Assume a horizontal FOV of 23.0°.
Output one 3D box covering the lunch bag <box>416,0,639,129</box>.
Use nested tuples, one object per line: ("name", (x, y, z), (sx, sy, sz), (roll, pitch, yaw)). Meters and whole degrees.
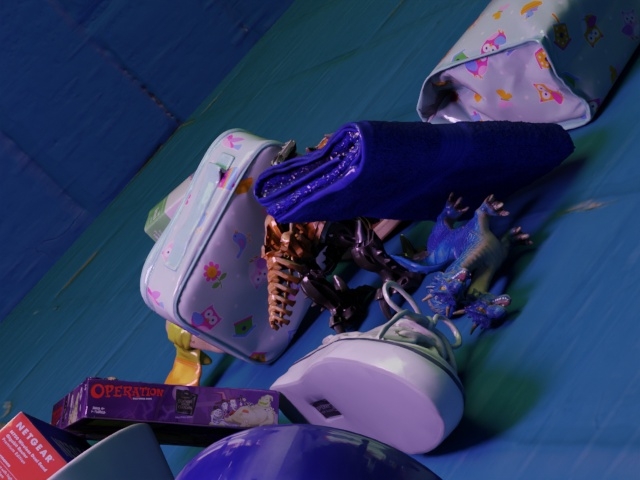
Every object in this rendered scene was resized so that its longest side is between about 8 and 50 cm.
("lunch bag", (0.261, -0.238, 1.984), (0.262, 0.160, 0.223), (-15, 33, 51))

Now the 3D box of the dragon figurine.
("dragon figurine", (0.136, 0.026, 1.722), (0.144, 0.085, 0.289), (-45, 18, -15))

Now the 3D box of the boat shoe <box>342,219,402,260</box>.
("boat shoe", (0.016, -0.050, 2.172), (0.342, 0.123, 0.123), (-23, 26, 54))

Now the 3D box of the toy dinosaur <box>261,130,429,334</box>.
("toy dinosaur", (0.000, 0.000, 1.899), (0.322, 0.218, 0.164), (-52, 18, -29))

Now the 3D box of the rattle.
("rattle", (-0.143, 0.154, 2.221), (0.130, 0.143, 0.199), (-6, 9, 13))

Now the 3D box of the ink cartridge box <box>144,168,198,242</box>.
("ink cartridge box", (-0.154, -0.045, 2.537), (0.212, 0.154, 0.093), (-40, 16, 14))

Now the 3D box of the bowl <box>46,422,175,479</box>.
("bowl", (-0.236, 0.346, 1.580), (0.311, 0.163, 0.311), (-43, -11, -10))

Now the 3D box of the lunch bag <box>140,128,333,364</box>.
("lunch bag", (-0.094, 0.001, 2.024), (0.108, 0.224, 0.279), (22, 84, 51))

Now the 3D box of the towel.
("towel", (0.107, -0.072, 1.778), (0.308, 0.076, 0.227), (-3, -12, -33))

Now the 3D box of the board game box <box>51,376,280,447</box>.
("board game box", (-0.186, 0.200, 1.789), (0.347, 0.208, 0.056), (147, 132, -71))

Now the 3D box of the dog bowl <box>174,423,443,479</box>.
("dog bowl", (-0.008, 0.264, 1.123), (0.265, 0.265, 0.104), (-35, 16, 30))

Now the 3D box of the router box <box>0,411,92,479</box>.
("router box", (-0.369, 0.328, 1.682), (0.301, 0.082, 0.335), (-43, -11, -6))

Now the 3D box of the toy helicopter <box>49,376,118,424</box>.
("toy helicopter", (-0.424, 0.322, 2.304), (0.355, 0.140, 0.235), (-37, 18, 15))

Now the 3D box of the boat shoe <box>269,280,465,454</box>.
("boat shoe", (0.076, 0.123, 1.581), (0.156, 0.136, 0.367), (-46, 5, -20))
